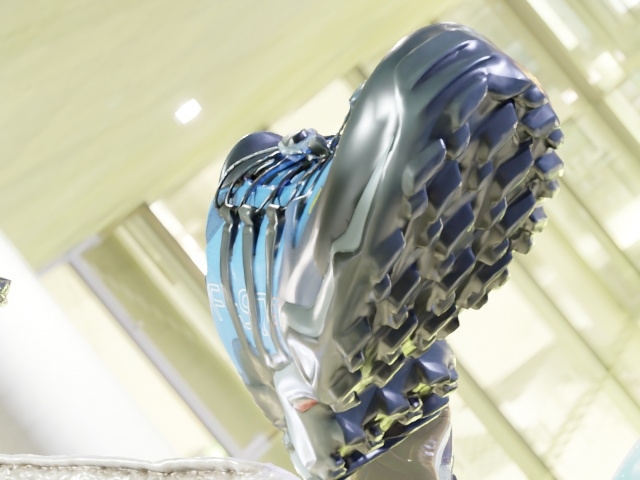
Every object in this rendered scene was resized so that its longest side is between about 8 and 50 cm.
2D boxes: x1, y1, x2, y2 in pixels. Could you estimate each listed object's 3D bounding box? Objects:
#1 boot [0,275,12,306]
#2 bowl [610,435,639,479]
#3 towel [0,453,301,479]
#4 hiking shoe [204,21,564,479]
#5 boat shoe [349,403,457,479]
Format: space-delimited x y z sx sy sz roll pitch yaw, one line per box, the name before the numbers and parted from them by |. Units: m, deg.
boot | -0.289 0.112 1.052 0.094 0.207 0.246 13 172 -36
bowl | 0.237 0.266 0.954 0.311 0.163 0.311 -157 -90 -89
towel | -0.084 0.187 0.970 0.282 0.187 0.049 -5 -126 36
hiking shoe | 0.000 0.000 0.665 0.113 0.132 0.304 -33 161 -25
boat shoe | 0.054 0.169 1.102 0.080 0.073 0.223 -6 -155 4
